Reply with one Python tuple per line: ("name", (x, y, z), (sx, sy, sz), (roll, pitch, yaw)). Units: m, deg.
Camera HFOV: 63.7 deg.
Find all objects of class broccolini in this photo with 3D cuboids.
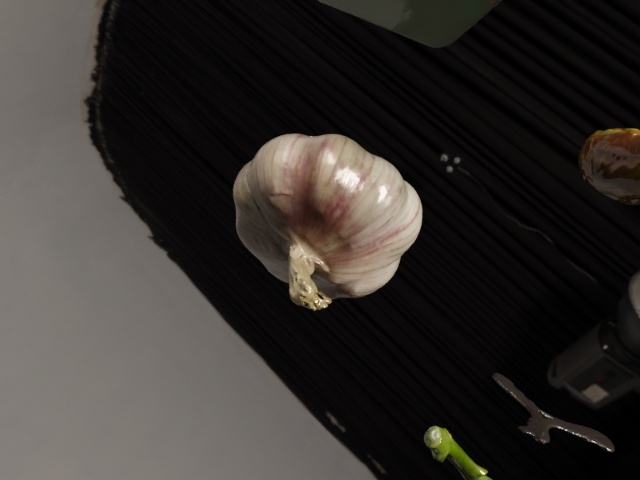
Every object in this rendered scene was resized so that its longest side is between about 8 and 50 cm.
("broccolini", (0.132, 0.177, 0.349), (0.052, 0.194, 0.054), (-42, -155, 41))

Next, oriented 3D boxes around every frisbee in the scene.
("frisbee", (0.358, 0.286, 0.818), (0.187, 0.211, 0.012), (-1, 117, -61))

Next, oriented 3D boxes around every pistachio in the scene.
("pistachio", (0.367, -0.080, 0.599), (0.049, 0.090, 0.173), (-23, -158, -17))

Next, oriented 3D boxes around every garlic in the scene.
("garlic", (0.000, 0.000, 0.629), (0.245, 0.245, 0.253), (-54, -166, 37))

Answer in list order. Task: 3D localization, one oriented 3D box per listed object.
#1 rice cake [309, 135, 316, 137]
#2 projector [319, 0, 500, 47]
("rice cake", (0.054, -0.083, 0.879), (0.040, 0.226, 0.085), (-41, 180, 12))
("projector", (0.114, -0.333, 0.545), (0.250, 0.198, 0.108), (158, -56, -70))
